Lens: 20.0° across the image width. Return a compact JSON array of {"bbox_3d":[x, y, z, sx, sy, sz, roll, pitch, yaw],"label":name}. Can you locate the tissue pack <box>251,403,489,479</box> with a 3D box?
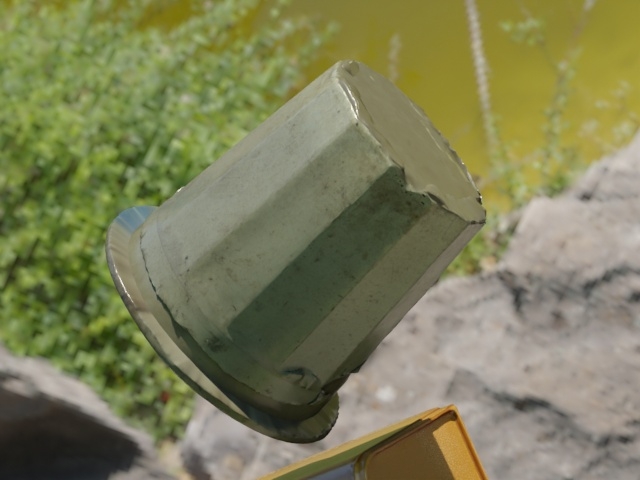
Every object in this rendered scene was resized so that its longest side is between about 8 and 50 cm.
[{"bbox_3d":[0.002,0.263,1.360,0.274,0.145,0.194,-27,83,36],"label":"tissue pack"}]

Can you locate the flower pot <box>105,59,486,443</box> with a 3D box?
[{"bbox_3d":[0.000,0.000,1.230,0.202,0.212,0.212,-41,40,18],"label":"flower pot"}]
